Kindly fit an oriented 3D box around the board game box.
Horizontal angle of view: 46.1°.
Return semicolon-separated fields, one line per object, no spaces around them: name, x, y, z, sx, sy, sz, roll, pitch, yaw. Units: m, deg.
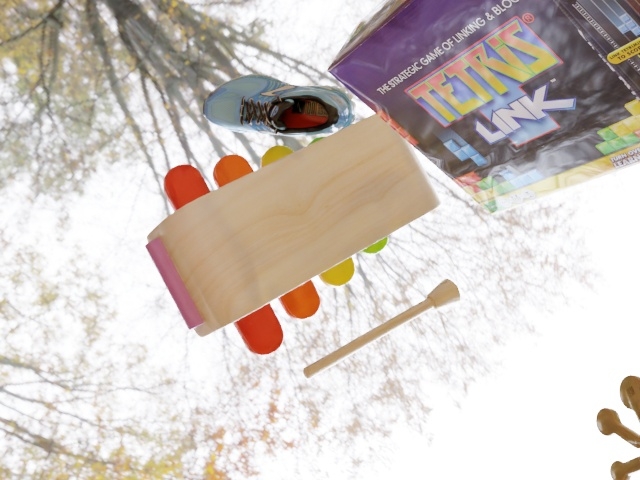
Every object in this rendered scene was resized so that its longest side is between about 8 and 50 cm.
board game box;0.104;-0.090;0.389;0.170;0.141;0.048;-25;-148;59

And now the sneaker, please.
sneaker;-0.047;-0.138;0.775;0.162;0.073;0.064;2;-75;13

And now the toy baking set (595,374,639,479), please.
toy baking set;0.338;0.239;0.711;0.196;0.030;0.256;159;-63;-68

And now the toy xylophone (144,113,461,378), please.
toy xylophone;0.000;0.000;0.751;0.322;0.081;0.236;-20;-95;-23
